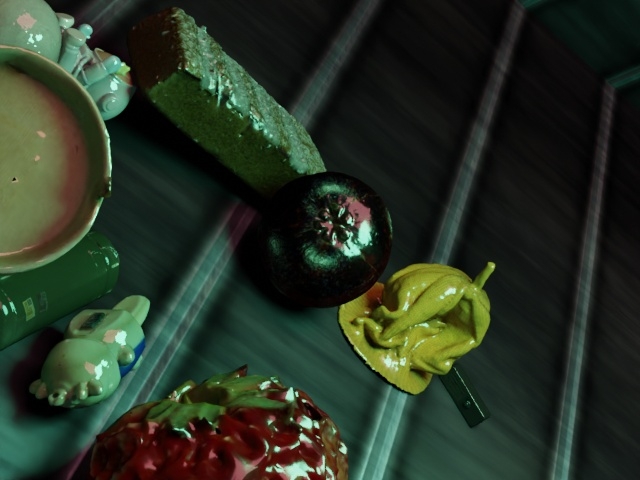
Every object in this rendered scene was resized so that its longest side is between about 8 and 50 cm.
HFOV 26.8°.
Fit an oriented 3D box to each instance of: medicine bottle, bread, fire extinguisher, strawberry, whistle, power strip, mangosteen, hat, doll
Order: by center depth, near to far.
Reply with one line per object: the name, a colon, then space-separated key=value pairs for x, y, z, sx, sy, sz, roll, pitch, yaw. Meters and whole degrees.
medicine bottle: x=-0.404 y=-0.074 z=1.496 sx=0.236 sy=0.406 sz=0.235 roll=1 pitch=87 yaw=-27
strawberry: x=-0.111 y=0.340 z=1.558 sx=0.317 sy=0.295 sz=0.345 roll=-52 pitch=136 yaw=-76
fire extinguisher: x=-0.363 y=0.076 z=1.621 sx=0.311 sy=0.095 sz=0.114 roll=-29 pitch=112 yaw=-61
whistle: x=-0.275 y=0.139 z=1.670 sx=0.244 sy=0.110 sz=0.092 roll=-57 pitch=139 yaw=-59
doll: x=-0.379 y=-0.253 z=1.920 sx=0.287 sy=0.151 sz=0.151 roll=27 pitch=37 yaw=-47
mangosteen: x=0.002 y=0.006 z=2.109 sx=0.216 sy=0.216 sz=0.216 roll=34 pitch=34 yaw=-28
bread: x=-0.134 y=-0.195 z=2.129 sx=0.416 sy=0.113 sz=0.165 roll=40 pitch=24 yaw=-46
hat: x=0.193 y=0.097 z=2.221 sx=0.244 sy=0.233 sz=0.233 roll=30 pitch=35 yaw=-35
power strip: x=0.248 y=0.266 z=2.310 sx=0.029 sy=0.038 sz=0.111 roll=-13 pitch=68 yaw=-56
